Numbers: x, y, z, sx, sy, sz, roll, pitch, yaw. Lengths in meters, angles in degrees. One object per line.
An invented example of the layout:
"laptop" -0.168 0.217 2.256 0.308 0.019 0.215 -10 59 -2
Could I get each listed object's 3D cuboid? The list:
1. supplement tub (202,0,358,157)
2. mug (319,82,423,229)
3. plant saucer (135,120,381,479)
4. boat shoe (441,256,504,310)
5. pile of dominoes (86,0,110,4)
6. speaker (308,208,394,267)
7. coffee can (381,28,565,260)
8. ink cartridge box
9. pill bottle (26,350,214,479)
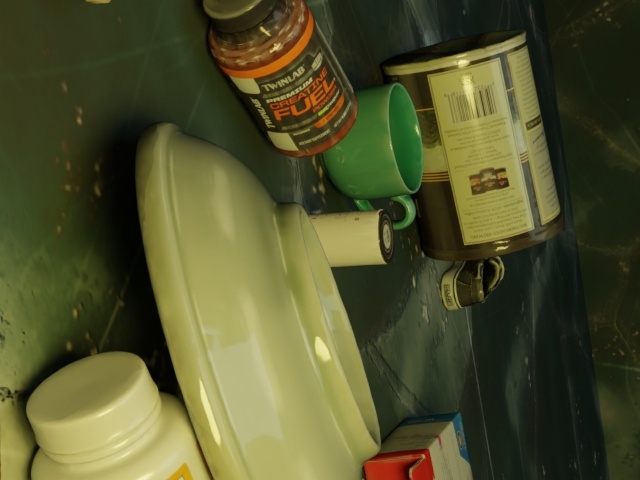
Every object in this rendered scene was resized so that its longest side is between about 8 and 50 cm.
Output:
"supplement tub" -0.043 -0.177 1.229 0.198 0.106 0.106 55 33 -48
"mug" 0.055 -0.100 1.458 0.129 0.097 0.157 41 46 -60
"plant saucer" -0.030 0.083 1.005 0.400 0.101 0.400 -19 90 -86
"boat shoe" 0.245 0.053 1.925 0.219 0.070 0.077 -48 126 -64
"pile of dominoes" -0.237 -0.298 0.902 0.251 0.040 0.195 28 57 -54
"speaker" 0.000 0.000 1.228 0.055 0.136 0.055 -4 90 -71
"coffee can" 0.212 -0.133 1.729 0.201 0.202 0.275 -43 122 -65
"ink cartridge box" 0.117 0.301 1.492 0.231 0.078 0.134 -21 102 -68
"pill bottle" -0.123 0.187 0.865 0.117 0.117 0.215 -63 140 -56
